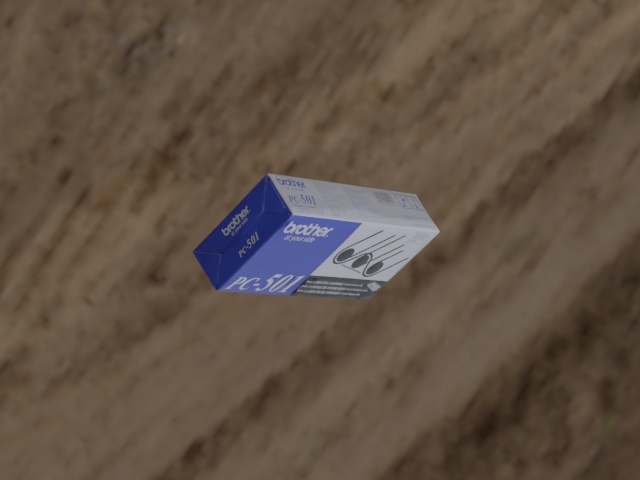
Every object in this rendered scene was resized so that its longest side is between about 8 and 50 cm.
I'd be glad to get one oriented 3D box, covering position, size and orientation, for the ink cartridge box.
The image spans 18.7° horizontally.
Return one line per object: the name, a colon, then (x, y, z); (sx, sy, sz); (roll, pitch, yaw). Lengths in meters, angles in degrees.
ink cartridge box: (0.000, 0.000, 1.589); (0.097, 0.046, 0.207); (-45, 152, 25)
